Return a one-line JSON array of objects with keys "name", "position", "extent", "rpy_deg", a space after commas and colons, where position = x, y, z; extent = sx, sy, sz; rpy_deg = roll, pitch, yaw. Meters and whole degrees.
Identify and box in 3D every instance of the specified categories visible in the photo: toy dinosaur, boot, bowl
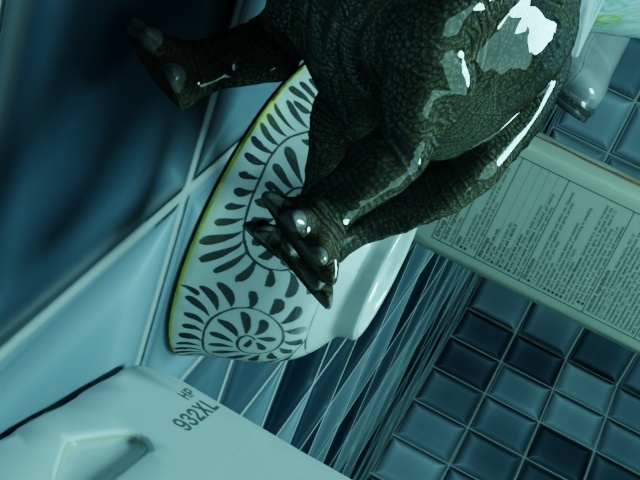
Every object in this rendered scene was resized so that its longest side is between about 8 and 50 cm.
[{"name": "toy dinosaur", "position": [0.037, -0.058, 0.421], "extent": [0.160, 0.121, 0.313], "rpy_deg": [-38, 150, -5]}, {"name": "boot", "position": [0.305, -0.268, 1.235], "extent": [0.223, 0.118, 0.338], "rpy_deg": [-45, -168, 31]}, {"name": "bowl", "position": [0.000, 0.000, 0.623], "extent": [0.170, 0.080, 0.170], "rpy_deg": [-61, 171, -17]}]

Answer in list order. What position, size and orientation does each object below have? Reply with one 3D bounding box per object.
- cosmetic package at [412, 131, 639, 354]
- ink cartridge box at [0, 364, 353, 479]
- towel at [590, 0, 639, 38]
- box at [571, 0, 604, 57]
[{"name": "cosmetic package", "position": [0.259, -0.014, 1.298], "extent": [0.153, 0.296, 0.129], "rpy_deg": [-65, 171, 18]}, {"name": "ink cartridge box", "position": [-0.116, 0.230, 0.484], "extent": [0.307, 0.129, 0.223], "rpy_deg": [-65, 169, 14]}, {"name": "towel", "position": [0.328, -0.207, 0.800], "extent": [0.320, 0.374, 0.090], "rpy_deg": [2, 80, -38]}, {"name": "box", "position": [0.109, -0.204, 0.540], "extent": [0.203, 0.114, 0.103], "rpy_deg": [-63, 169, -3]}]
